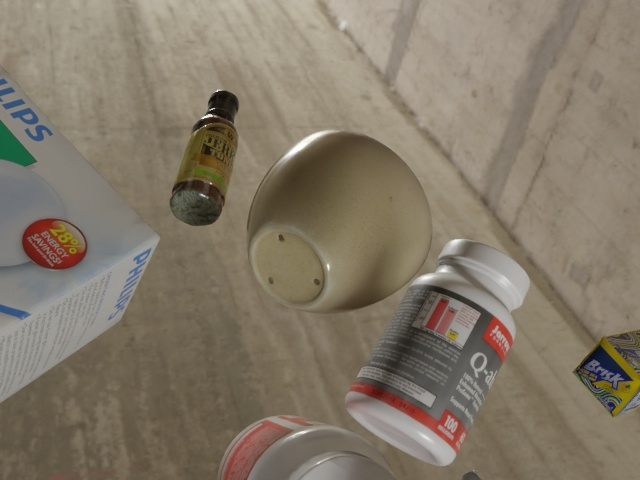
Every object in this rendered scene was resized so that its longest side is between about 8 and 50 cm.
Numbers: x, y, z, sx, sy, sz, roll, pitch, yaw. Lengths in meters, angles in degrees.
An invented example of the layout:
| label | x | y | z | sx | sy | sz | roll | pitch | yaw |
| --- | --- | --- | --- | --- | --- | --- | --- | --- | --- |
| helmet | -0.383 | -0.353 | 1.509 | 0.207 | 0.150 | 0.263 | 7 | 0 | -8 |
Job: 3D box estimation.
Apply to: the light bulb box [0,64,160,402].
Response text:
| label | x | y | z | sx | sy | sz | roll | pitch | yaw |
| --- | --- | --- | --- | --- | --- | --- | --- | --- | --- |
| light bulb box | -0.448 | 0.008 | 0.799 | 0.358 | 0.361 | 0.225 | 46 | -43 | 6 |

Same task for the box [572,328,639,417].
| label | x | y | z | sx | sy | sz | roll | pitch | yaw |
| --- | --- | --- | --- | --- | --- | --- | --- | --- | --- |
| box | 0.334 | 0.125 | 0.714 | 0.059 | 0.169 | 0.054 | 54 | -50 | 35 |

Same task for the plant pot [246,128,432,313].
| label | x | y | z | sx | sy | sz | roll | pitch | yaw |
| --- | --- | --- | --- | --- | --- | --- | --- | --- | --- |
| plant pot | 0.000 | 0.000 | 1.055 | 0.284 | 0.191 | 0.284 | 15 | -57 | 24 |

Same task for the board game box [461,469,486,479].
| label | x | y | z | sx | sy | sz | roll | pitch | yaw |
| --- | --- | --- | --- | --- | --- | --- | --- | --- | --- |
| board game box | 0.162 | 0.497 | 0.718 | 0.389 | 0.050 | 0.390 | -64 | -165 | 3 |

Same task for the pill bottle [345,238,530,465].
| label | x | y | z | sx | sy | sz | roll | pitch | yaw |
| --- | --- | --- | --- | --- | --- | --- | --- | --- | --- |
| pill bottle | 0.216 | 0.189 | 1.255 | 0.362 | 0.210 | 0.210 | -57 | -169 | -19 |

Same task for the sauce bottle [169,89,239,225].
| label | x | y | z | sx | sy | sz | roll | pitch | yaw |
| --- | --- | --- | --- | --- | --- | --- | --- | --- | --- |
| sauce bottle | -0.235 | -0.189 | 1.508 | 0.111 | 0.112 | 0.344 | 112 | -13 | -50 |

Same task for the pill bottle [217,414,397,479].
| label | x | y | z | sx | sy | sz | roll | pitch | yaw |
| --- | --- | --- | --- | --- | --- | --- | --- | --- | --- |
| pill bottle | -0.019 | 0.386 | 1.056 | 0.408 | 0.229 | 0.228 | 145 | -61 | -72 |
